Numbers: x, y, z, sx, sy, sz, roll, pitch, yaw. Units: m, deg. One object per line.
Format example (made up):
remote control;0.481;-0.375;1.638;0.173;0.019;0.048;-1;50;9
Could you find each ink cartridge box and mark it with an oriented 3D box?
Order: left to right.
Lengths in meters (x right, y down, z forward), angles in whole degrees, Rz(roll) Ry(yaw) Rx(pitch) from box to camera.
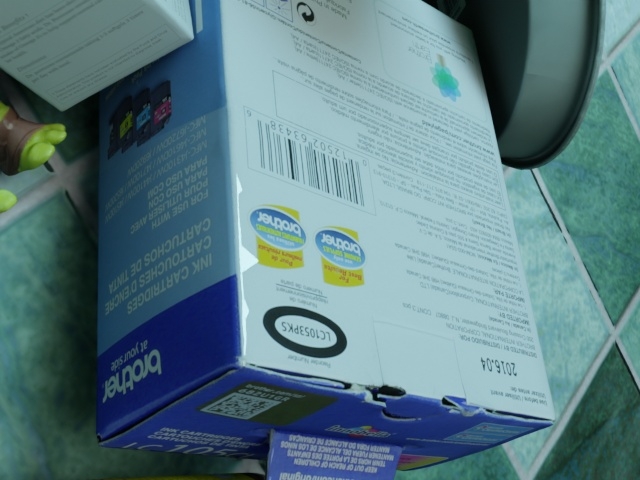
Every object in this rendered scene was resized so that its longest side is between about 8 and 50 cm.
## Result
ink cartridge box;0.000;0.000;0.599;0.270;0.151;0.396;17;54;-38

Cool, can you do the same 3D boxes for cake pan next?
cake pan;0.137;-0.202;0.764;0.054;0.293;0.293;-10;87;-15

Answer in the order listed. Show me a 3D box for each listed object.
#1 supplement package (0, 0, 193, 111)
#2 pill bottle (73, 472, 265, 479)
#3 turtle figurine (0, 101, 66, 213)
supplement package;-0.166;-0.174;0.489;0.179;0.105;0.105;41;32;-53
pill bottle;-0.115;0.200;0.530;0.215;0.117;0.117;10;74;-41
turtle figurine;-0.248;-0.102;0.483;0.217;0.087;0.269;56;21;-27
